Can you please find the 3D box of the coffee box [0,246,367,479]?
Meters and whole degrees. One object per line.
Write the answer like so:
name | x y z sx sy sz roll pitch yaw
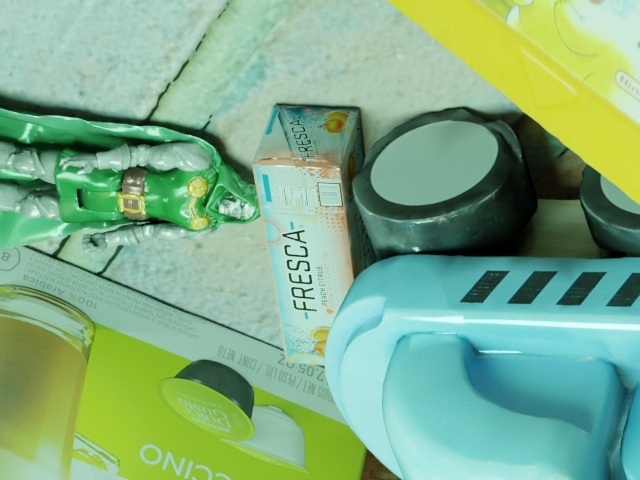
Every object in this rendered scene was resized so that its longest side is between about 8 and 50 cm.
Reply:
coffee box | -0.191 0.265 1.158 0.338 0.334 0.338 22 135 -5

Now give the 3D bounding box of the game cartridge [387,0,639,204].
game cartridge | 0.148 -0.181 0.719 0.285 0.053 0.323 43 144 29

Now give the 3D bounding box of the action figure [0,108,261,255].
action figure | -0.148 -0.036 1.053 0.232 0.063 0.137 4 131 8

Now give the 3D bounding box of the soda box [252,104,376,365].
soda box | 0.000 0.000 1.039 0.058 0.063 0.183 5 133 13

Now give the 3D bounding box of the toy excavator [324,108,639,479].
toy excavator | 0.175 0.154 0.838 0.433 0.445 0.222 2 135 27

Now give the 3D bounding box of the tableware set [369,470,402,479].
tableware set | 0.125 0.162 1.163 0.128 0.039 0.194 9 151 -37
